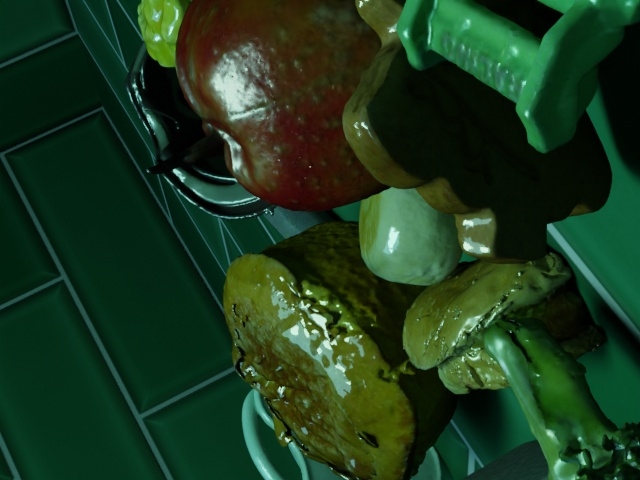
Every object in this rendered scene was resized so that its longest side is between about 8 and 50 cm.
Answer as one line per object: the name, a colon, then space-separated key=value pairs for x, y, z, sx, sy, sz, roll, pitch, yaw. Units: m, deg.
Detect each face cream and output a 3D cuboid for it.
face cream: x=0.000 y=0.000 z=1.835 sx=0.283 sy=0.073 sz=0.073 roll=45 pitch=158 yaw=55

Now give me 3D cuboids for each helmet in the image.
helmet: x=-0.088 y=-0.155 z=1.583 sx=0.305 sy=0.225 sz=0.177 roll=62 pitch=-164 yaw=15

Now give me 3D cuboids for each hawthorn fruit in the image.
hawthorn fruit: x=-0.019 y=-0.137 z=1.103 sx=0.254 sy=0.300 sz=0.254 roll=57 pitch=172 yaw=13

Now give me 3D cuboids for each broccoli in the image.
broccoli: x=0.230 y=0.191 z=1.044 sx=0.275 sy=0.177 sz=0.199 roll=-133 pitch=25 yaw=-58

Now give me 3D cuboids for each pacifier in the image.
pacifier: x=0.048 y=0.253 z=1.852 sx=0.343 sy=0.288 sz=0.269 roll=54 pitch=139 yaw=23

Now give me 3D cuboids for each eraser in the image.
eraser: x=0.237 y=0.251 z=1.288 sx=0.077 sy=0.111 sz=0.352 roll=60 pitch=167 yaw=5

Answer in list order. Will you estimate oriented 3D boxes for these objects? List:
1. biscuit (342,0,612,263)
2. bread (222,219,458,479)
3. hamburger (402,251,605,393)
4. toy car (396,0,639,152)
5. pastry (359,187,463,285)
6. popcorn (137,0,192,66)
biscuit: x=0.108 y=-0.136 z=0.858 sx=0.043 sy=0.284 sz=0.306 roll=-15 pitch=78 yaw=41
bread: x=0.037 y=0.145 z=1.603 sx=0.337 sy=0.204 sz=0.358 roll=47 pitch=155 yaw=23
hamburger: x=0.154 y=0.083 z=1.250 sx=0.124 sy=0.131 sz=0.262 roll=63 pitch=163 yaw=2
toy car: x=0.114 y=-0.247 z=0.627 sx=0.213 sy=0.176 sz=0.359 roll=47 pitch=159 yaw=49
pastry: x=0.092 y=-0.031 z=1.277 sx=0.156 sy=0.092 sz=0.156 roll=-175 pitch=90 yaw=-76
popcorn: x=-0.083 y=-0.283 z=1.319 sx=0.225 sy=0.173 sz=0.286 roll=-60 pitch=13 yaw=28
